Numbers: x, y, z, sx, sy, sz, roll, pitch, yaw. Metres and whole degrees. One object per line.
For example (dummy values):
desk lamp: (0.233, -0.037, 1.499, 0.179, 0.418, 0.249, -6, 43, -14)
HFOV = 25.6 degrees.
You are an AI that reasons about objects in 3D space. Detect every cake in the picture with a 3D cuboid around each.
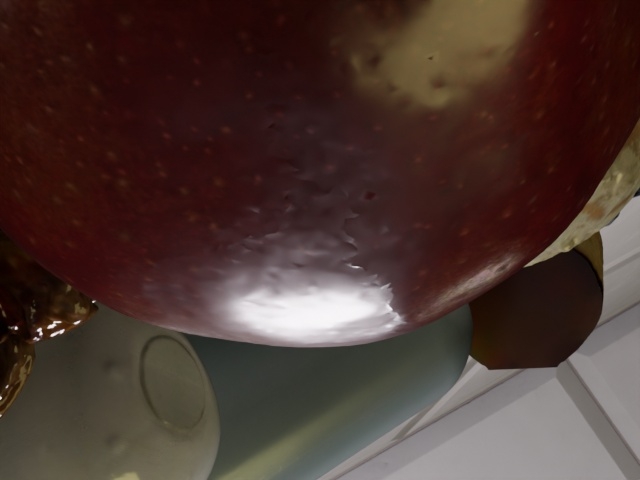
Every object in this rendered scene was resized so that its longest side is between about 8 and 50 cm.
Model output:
cake: (0.231, 0.027, 1.656, 0.178, 0.185, 0.208, -87, -158, -62)

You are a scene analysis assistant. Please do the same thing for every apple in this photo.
apple: (-0.007, -0.110, 0.502, 0.288, 0.288, 0.317, -31, 155, -11)

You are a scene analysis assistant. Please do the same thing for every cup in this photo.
cup: (-0.025, 0.113, 1.306, 0.312, 0.205, 0.205, -30, 165, -21)

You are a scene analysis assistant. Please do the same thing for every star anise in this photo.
star anise: (-0.178, 0.024, 0.780, 0.196, 0.111, 0.212, -52, -169, -21)

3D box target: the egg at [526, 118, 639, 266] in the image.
egg: (0.134, -0.082, 1.030, 0.245, 0.203, 0.203, -30, 165, -15)

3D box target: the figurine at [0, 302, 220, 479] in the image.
figurine: (-0.269, 0.182, 1.030, 0.394, 0.227, 0.274, -24, -161, 24)

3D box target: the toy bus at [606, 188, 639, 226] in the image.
toy bus: (0.351, -0.118, 1.494, 0.292, 0.133, 0.125, -16, 152, -43)
